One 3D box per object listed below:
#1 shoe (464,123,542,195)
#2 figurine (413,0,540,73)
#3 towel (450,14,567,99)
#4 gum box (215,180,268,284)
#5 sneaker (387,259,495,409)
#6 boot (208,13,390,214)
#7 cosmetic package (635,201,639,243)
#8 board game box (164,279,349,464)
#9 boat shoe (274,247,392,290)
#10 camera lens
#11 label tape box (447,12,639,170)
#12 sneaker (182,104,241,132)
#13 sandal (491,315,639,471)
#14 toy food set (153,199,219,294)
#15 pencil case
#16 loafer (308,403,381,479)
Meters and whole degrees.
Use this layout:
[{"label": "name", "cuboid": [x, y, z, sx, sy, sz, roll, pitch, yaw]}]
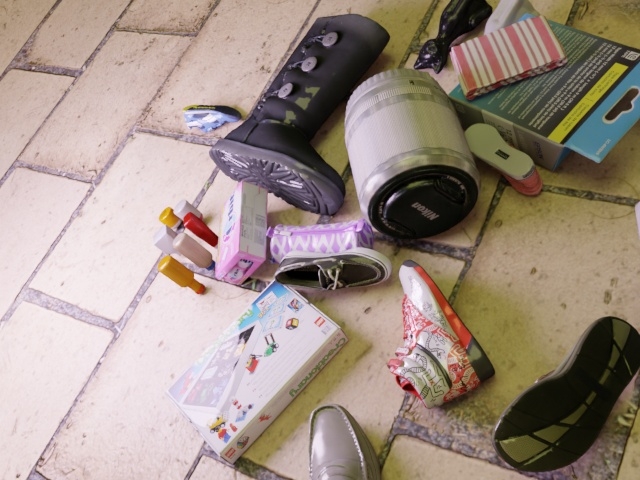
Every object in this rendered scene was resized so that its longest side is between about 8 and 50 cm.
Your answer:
[{"label": "shoe", "cuboid": [0.340, -0.149, 1.482, 0.063, 0.081, 0.178, -44, 46, 1]}, {"label": "figurine", "cuboid": [0.323, -0.428, 1.686, 0.215, 0.092, 0.209, 29, 81, 46]}, {"label": "towel", "cuboid": [0.353, -0.349, 1.511, 0.197, 0.029, 0.144, -18, 50, 12]}, {"label": "gum box", "cuboid": [-0.159, -0.012, 1.610, 0.107, 0.062, 0.188, -45, 35, 44]}, {"label": "sneaker", "cuboid": [0.162, 0.157, 1.344, 0.145, 0.090, 0.270, -32, 51, -1]}, {"label": "boot", "cuboid": [0.016, -0.291, 1.719, 0.367, 0.146, 0.445, 25, 66, 35]}, {"label": "cosmetic package", "cuboid": [0.636, 0.023, 1.058, 0.366, 0.155, 0.197, 12, 56, -5]}, {"label": "board game box", "cuboid": [-0.119, 0.230, 1.455, 0.305, 0.053, 0.193, -46, 50, -10]}, {"label": "boat shoe", "cuboid": [0.022, 0.063, 1.472, 0.219, 0.077, 0.070, -2, 28, 22]}, {"label": "camera lens", "cuboid": [0.164, -0.156, 1.481, 0.219, 0.219, 0.274, -20, 51, 12]}, {"label": "label tape box", "cuboid": [0.454, -0.265, 1.490, 0.249, 0.115, 0.348, -46, 51, -11]}, {"label": "sneaker", "cuboid": [-0.258, -0.291, 1.904, 0.144, 0.059, 0.053, 5, 27, 11]}, {"label": "sandal", "cuboid": [0.374, 0.236, 1.191, 0.303, 0.086, 0.120, -37, 80, -24]}, {"label": "toy food set", "cuboid": [-0.278, 0.005, 1.690, 0.111, 0.104, 0.232, -42, 30, 11]}, {"label": "pencil case", "cuboid": [0.000, 0.000, 1.539, 0.206, 0.088, 0.086, -4, 45, 22]}, {"label": "loafer", "cuboid": [0.039, 0.387, 1.225, 0.112, 0.111, 0.319, -26, 50, 8]}]
